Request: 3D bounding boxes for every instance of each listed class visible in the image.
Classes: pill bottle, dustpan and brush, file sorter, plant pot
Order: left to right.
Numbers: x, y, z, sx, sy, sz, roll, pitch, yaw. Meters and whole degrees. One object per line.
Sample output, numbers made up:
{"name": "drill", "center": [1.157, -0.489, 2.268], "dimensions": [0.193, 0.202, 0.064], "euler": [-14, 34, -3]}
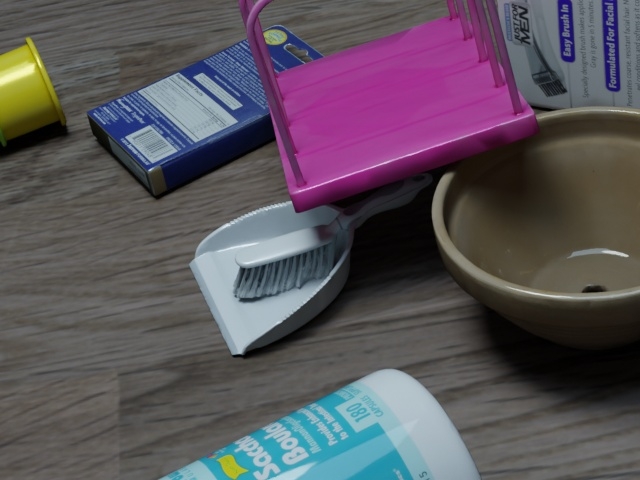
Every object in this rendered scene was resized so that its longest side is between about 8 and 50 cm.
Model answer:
{"name": "pill bottle", "center": [-0.033, 0.198, 0.952], "dimensions": [0.264, 0.146, 0.146], "euler": [-25, 41, -17]}
{"name": "dustpan and brush", "center": [0.000, 0.000, 1.254], "dimensions": [0.211, 0.060, 0.147], "euler": [-20, 39, -10]}
{"name": "file sorter", "center": [0.035, -0.187, 1.259], "dimensions": [0.202, 0.182, 0.291], "euler": [-18, 25, 1]}
{"name": "plant pot", "center": [0.209, 0.006, 1.155], "dimensions": [0.237, 0.110, 0.237], "euler": [-7, 39, 5]}

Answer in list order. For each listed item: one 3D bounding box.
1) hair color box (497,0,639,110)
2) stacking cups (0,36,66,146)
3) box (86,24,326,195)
{"name": "hair color box", "center": [0.329, -0.197, 1.313], "dimensions": [0.339, 0.185, 0.110], "euler": [12, 44, 26]}
{"name": "stacking cups", "center": [-0.411, -0.093, 1.467], "dimensions": [0.316, 0.096, 0.096], "euler": [-26, 40, -9]}
{"name": "box", "center": [-0.098, -0.132, 1.460], "dimensions": [0.225, 0.036, 0.136], "euler": [-28, 42, -19]}
